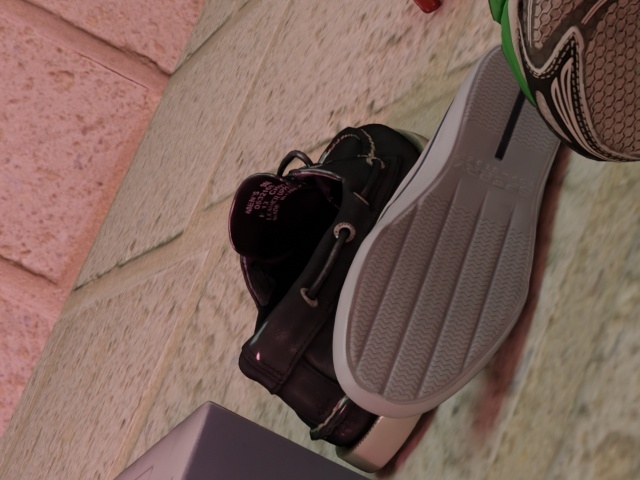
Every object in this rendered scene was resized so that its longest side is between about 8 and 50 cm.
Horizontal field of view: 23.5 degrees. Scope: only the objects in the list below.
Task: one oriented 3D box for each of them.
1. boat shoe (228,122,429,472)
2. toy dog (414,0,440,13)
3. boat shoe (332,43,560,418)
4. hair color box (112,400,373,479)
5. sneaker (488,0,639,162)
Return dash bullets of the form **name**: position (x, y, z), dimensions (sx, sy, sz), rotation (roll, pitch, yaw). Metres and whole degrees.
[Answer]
- **boat shoe**: position (-0.002, 0.003, 0.929), dimensions (0.127, 0.113, 0.340), rotation (-56, 15, 29)
- **toy dog**: position (0.099, -0.305, 1.146), dimensions (0.333, 0.161, 0.220), rotation (-44, 12, 19)
- **boat shoe**: position (0.069, 0.003, 0.779), dimensions (0.226, 0.083, 0.076), rotation (-58, -3, -30)
- **hair color box**: position (-0.113, 0.248, 0.890), dimensions (0.374, 0.113, 0.185), rotation (-42, 24, 55)
- **sneaker**: position (0.168, -0.151, 0.553), dimensions (0.343, 0.134, 0.146), rotation (114, 146, -43)
